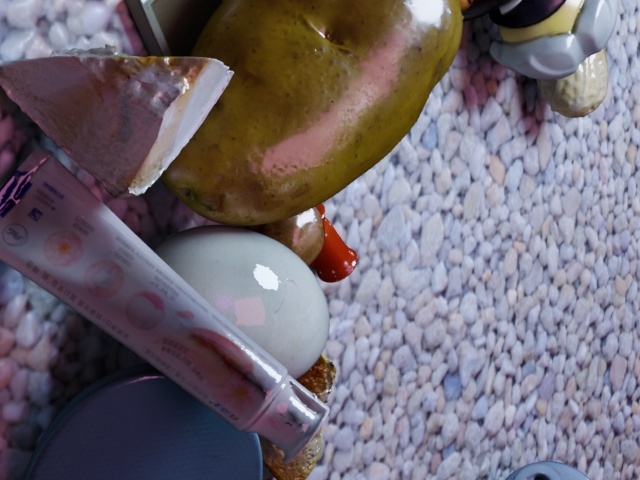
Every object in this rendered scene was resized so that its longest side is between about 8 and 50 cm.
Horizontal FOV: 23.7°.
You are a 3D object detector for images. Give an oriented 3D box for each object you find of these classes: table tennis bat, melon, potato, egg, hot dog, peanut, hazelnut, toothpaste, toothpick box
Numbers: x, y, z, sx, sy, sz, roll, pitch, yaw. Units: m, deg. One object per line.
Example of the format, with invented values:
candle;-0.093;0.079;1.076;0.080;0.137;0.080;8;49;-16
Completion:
table tennis bat;-0.155;0.255;1.326;0.215;0.044;0.329;-5;115;-25
melon;-0.163;-0.102;1.236;0.202;0.093;0.139;1;81;-15
potato;-0.006;-0.158;1.389;0.369;0.176;0.195;-52;130;-27
egg;-0.076;0.065;1.372;0.209;0.151;0.151;18;80;-45
hot dog;-0.030;0.164;1.515;0.078;0.061;0.169;3;115;-21
peanut;0.301;-0.256;1.857;0.098;0.090;0.214;-106;-167;-84
hazelnut;-0.037;-0.006;1.473;0.086;0.086;0.086;-8;100;-51
toothpaste;-0.135;0.059;1.245;0.323;0.066;0.100;40;73;-4
toothpick box;0.000;0.000;1.547;0.083;0.047;0.047;56;53;-38

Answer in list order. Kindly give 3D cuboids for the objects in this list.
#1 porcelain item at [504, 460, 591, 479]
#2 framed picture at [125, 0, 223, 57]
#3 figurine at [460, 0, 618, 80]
porcelain item;0.296;0.368;1.898;0.141;0.141;0.259;-60;144;-28
framed picture;-0.036;-0.209;1.496;0.335;0.022;0.247;-47;128;-37
figurine;0.226;-0.283;1.718;0.176;0.133;0.236;-40;119;5
